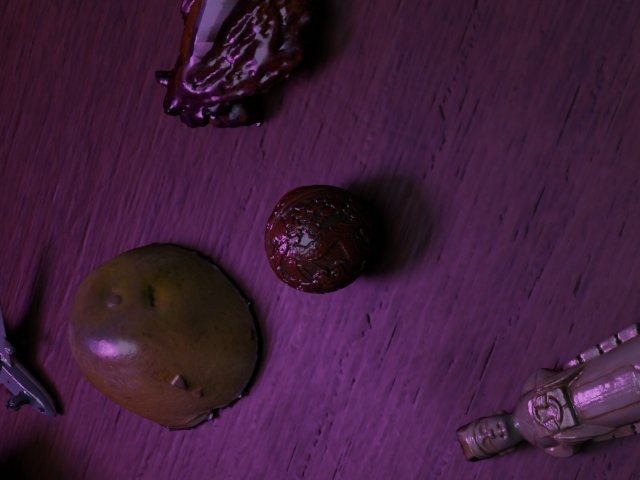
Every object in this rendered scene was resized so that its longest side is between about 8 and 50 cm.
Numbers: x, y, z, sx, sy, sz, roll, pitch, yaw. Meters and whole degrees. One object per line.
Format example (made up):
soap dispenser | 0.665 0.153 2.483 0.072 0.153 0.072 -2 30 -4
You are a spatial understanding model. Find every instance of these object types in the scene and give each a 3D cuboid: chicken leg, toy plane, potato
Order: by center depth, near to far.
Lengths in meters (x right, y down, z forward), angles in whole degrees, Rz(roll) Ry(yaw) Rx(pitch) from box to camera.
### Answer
chicken leg | -0.019 -0.254 1.233 0.407 0.096 0.158 -40 74 27
potato | -0.172 0.095 1.342 0.202 0.117 0.182 33 107 30
toy plane | -0.364 0.114 1.509 0.226 0.058 0.226 48 133 24

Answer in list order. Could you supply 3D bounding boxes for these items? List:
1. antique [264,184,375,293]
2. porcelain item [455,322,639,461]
antique | 0.000 0.000 1.225 0.104 0.104 0.104 2 93 35
porcelain item | 0.196 0.134 1.121 0.213 0.054 0.084 -26 75 34
